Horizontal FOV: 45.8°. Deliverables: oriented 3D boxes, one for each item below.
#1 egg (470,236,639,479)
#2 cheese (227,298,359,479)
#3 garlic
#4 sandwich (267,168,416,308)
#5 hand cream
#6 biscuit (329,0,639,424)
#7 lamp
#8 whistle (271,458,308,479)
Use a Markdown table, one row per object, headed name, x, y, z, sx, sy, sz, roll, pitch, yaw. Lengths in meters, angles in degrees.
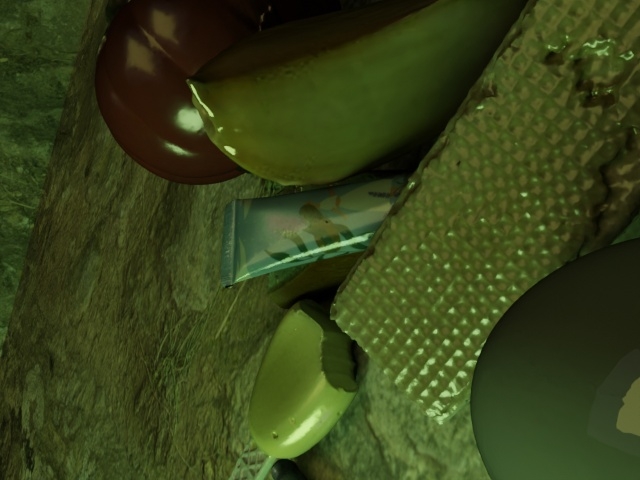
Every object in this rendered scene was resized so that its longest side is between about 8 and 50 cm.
| name | x | y | z | sx | sy | sz | roll | pitch | yaw |
| --- | --- | --- | --- | --- | --- | --- | --- | --- | --- |
| egg | 0.169 | 0.084 | 0.365 | 0.232 | 0.176 | 0.176 | -12 | 69 | 57 |
| cheese | -0.044 | 0.191 | 0.767 | 0.127 | 0.050 | 0.255 | 38 | 102 | 51 |
| garlic | 0.067 | -0.142 | 0.623 | 0.339 | 0.196 | 0.151 | -14 | 91 | 13 |
| sandwich | 0.000 | 0.000 | 0.769 | 0.258 | 0.096 | 0.094 | -37 | 54 | 51 |
| hand cream | 0.020 | -0.014 | 0.668 | 0.256 | 0.055 | 0.088 | -10 | 71 | 26 |
| biscuit | 0.160 | -0.061 | 0.495 | 0.144 | 0.078 | 0.426 | 44 | 122 | 22 |
| lamp | -0.107 | -0.200 | 0.847 | 0.303 | 0.257 | 0.303 | -50 | 1 | 1 |
| whistle | -0.004 | 0.270 | 0.723 | 0.176 | 0.033 | 0.033 | 41 | 114 | 56 |
